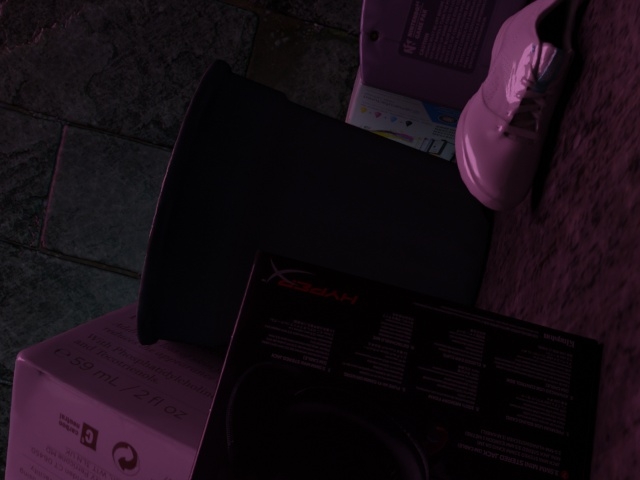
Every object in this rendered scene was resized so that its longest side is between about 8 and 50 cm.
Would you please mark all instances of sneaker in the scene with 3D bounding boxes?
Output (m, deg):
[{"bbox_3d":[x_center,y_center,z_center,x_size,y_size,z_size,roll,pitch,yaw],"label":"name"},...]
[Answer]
[{"bbox_3d":[0.181,-0.132,0.680,0.094,0.080,0.212,144,144,-68],"label":"sneaker"}]

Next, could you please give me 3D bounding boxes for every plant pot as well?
[{"bbox_3d":[0.000,0.000,0.906,0.341,0.334,0.340,-164,90,-89],"label":"plant pot"}]

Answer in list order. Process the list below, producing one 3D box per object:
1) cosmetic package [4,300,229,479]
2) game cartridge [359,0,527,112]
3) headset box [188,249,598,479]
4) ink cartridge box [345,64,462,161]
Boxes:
[{"bbox_3d":[-0.147,0.278,1.013,0.394,0.330,0.327,-26,-48,-60],"label":"cosmetic package"},{"bbox_3d":[0.157,-0.316,0.945,0.060,0.196,0.294,-86,11,-75],"label":"game cartridge"},{"bbox_3d":[0.025,0.179,0.454,0.110,0.218,0.293,106,178,-67],"label":"headset box"},{"bbox_3d":[0.139,-0.225,1.135,0.232,0.171,0.168,109,176,-72],"label":"ink cartridge box"}]
